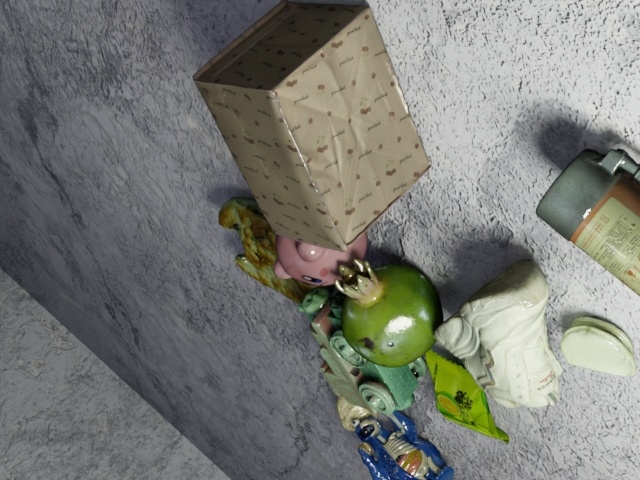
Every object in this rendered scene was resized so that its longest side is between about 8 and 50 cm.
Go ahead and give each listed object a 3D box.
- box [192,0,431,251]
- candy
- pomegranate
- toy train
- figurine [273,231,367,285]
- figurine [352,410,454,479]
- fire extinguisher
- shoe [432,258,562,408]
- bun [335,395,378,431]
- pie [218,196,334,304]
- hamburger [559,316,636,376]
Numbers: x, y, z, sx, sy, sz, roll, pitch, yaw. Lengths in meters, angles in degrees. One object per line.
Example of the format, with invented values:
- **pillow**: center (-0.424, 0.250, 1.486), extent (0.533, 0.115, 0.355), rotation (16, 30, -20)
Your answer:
- **box**: center (-0.006, -0.174, 1.609), extent (0.190, 0.225, 0.297), rotation (14, 140, 47)
- **candy**: center (0.267, 0.302, 2.057), extent (0.149, 0.069, 0.246), rotation (21, 145, 39)
- **pomegranate**: center (0.108, 0.114, 1.881), extent (0.187, 0.187, 0.225), rotation (17, 156, 47)
- **toy train**: center (0.071, 0.208, 2.124), extent (0.221, 0.150, 0.304), rotation (11, 138, 48)
- **figurine**: center (0.000, 0.000, 1.916), extent (0.173, 0.173, 0.173), rotation (36, 153, 22)
- **figurine**: center (0.181, 0.474, 2.377), extent (0.262, 0.164, 0.120), rotation (49, -161, 25)
- **fire extinguisher**: center (0.450, 0.025, 1.314), extent (0.376, 0.113, 0.200), rotation (41, 154, 13)
- **shoe**: center (0.312, 0.163, 1.692), extent (0.210, 0.132, 0.342), rotation (51, 160, 10)
- **bun**: center (0.075, 0.397, 2.491), extent (0.115, 0.069, 0.115), rotation (38, 153, 23)
- **pie**: center (-0.087, 0.030, 2.216), extent (0.302, 0.067, 0.302), rotation (37, 152, 23)
- **hamburger**: center (0.419, 0.154, 1.628), extent (0.121, 0.054, 0.084), rotation (19, 139, 41)
